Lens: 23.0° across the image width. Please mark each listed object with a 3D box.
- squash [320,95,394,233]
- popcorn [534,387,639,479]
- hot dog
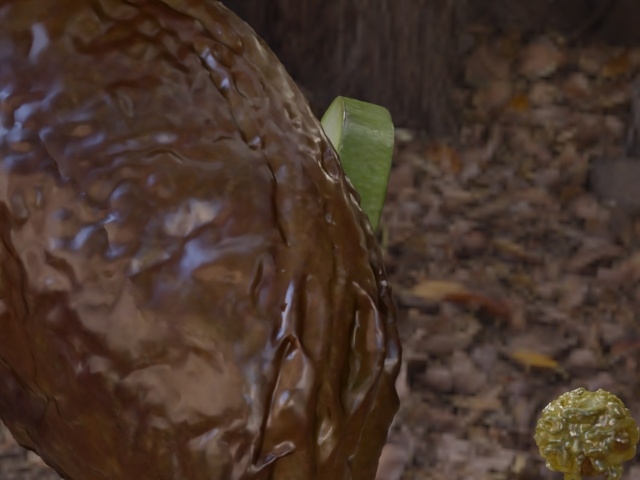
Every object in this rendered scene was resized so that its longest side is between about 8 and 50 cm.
[{"bbox_3d":[0.000,0.000,1.355,0.048,0.252,0.252,15,23,-9],"label":"squash"},{"bbox_3d":[0.213,0.159,1.262,0.082,0.083,0.057,17,9,2],"label":"popcorn"},{"bbox_3d":[-0.116,0.005,0.835,0.387,0.267,0.174,41,38,15],"label":"hot dog"}]
